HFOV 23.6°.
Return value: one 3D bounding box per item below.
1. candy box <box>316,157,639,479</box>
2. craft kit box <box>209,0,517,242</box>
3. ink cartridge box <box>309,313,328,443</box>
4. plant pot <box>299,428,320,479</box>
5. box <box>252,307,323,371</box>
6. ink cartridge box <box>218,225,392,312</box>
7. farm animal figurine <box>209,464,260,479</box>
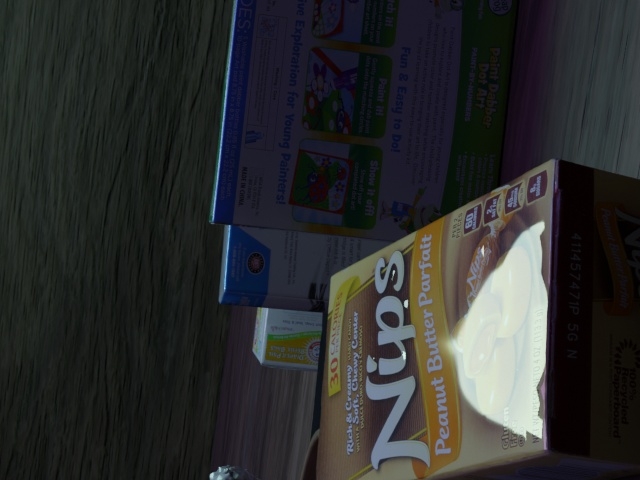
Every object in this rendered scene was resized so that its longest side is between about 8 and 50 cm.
[{"bbox_3d":[0.104,0.080,1.040,0.316,0.087,0.183,-30,52,60],"label":"candy box"},{"bbox_3d":[0.038,-0.124,1.328,0.061,0.246,0.250,180,97,-84],"label":"craft kit box"},{"bbox_3d":[0.028,0.244,1.745,0.176,0.069,0.371,159,114,-80],"label":"ink cartridge box"},{"bbox_3d":[0.040,0.302,1.456,0.237,0.109,0.237,-173,90,-82],"label":"plant pot"},{"bbox_3d":[-0.025,0.067,2.060,0.114,0.103,0.203,-153,69,-80],"label":"box"},{"bbox_3d":[0.000,0.000,1.627,0.086,0.203,0.148,121,154,-75],"label":"ink cartridge box"},{"bbox_3d":[-0.074,0.440,1.599,0.330,0.172,0.327,66,-150,-14],"label":"farm animal figurine"}]
